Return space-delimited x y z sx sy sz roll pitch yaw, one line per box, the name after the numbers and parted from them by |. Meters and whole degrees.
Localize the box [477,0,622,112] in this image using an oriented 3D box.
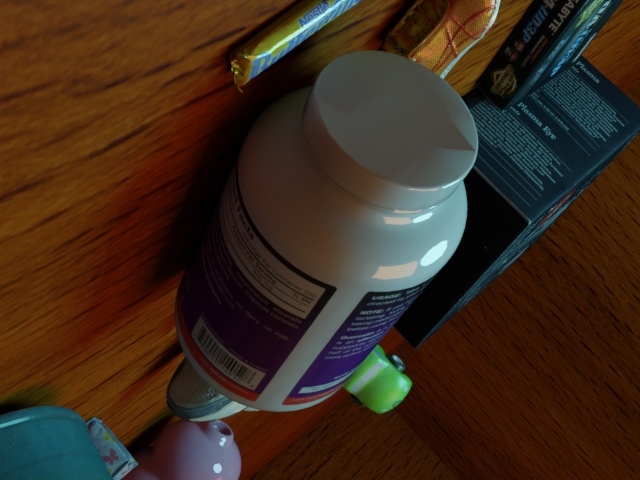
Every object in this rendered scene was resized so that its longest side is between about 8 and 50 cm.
0.300 -0.270 1.180 0.175 0.051 0.220 -34 165 -38 | box

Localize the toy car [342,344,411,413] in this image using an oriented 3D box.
0.002 0.080 0.995 0.239 0.225 0.053 -45 166 10 | toy car

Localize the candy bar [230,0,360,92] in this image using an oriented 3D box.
-0.001 -0.153 0.661 0.161 0.018 0.040 -40 168 -21 | candy bar

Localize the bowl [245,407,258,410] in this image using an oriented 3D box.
-0.083 0.242 1.717 0.142 0.053 0.142 -48 166 19 | bowl

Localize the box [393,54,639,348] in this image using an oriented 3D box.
0.232 -0.064 1.371 0.312 0.179 0.343 -37 167 -36 | box

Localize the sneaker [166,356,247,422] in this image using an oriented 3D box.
-0.079 0.085 1.116 0.283 0.110 0.122 -44 150 -3 | sneaker

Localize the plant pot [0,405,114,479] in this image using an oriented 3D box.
-0.250 0.325 0.834 0.272 0.255 0.271 -36 157 -18 | plant pot

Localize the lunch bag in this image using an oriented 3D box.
-0.260 0.252 1.100 0.083 0.071 0.053 -41 166 -7 | lunch bag

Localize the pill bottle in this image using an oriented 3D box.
0.000 0.000 0.802 0.181 0.181 0.323 -35 166 -37 | pill bottle

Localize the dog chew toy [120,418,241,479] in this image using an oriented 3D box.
-0.232 0.394 1.417 0.332 0.207 0.206 -54 166 13 | dog chew toy

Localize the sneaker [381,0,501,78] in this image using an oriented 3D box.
0.092 -0.171 0.807 0.067 0.064 0.175 -21 154 -38 | sneaker
